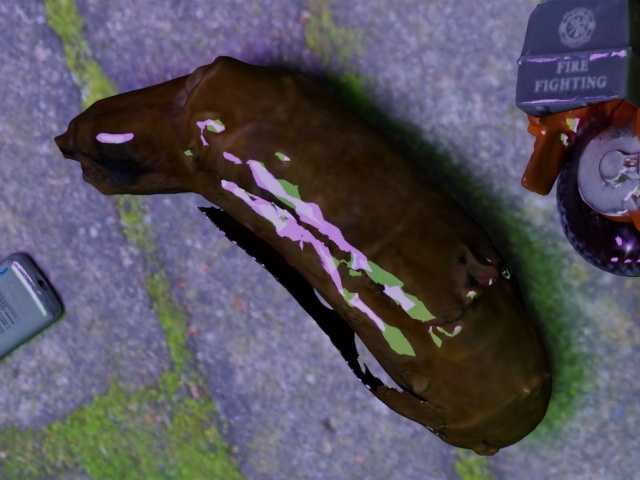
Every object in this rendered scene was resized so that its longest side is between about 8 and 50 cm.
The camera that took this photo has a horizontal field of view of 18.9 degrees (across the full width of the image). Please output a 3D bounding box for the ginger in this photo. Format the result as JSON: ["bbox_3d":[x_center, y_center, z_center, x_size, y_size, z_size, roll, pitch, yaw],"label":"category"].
[{"bbox_3d":[0.008,-0.004,1.058,0.309,0.107,0.133,42,144,5],"label":"ginger"}]

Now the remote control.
[{"bbox_3d":[-0.219,0.055,1.238,0.124,0.018,0.053,-34,93,32],"label":"remote control"}]

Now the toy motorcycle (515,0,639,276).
[{"bbox_3d":[0.239,-0.094,0.871,0.326,0.148,0.221,-3,74,38],"label":"toy motorcycle"}]
